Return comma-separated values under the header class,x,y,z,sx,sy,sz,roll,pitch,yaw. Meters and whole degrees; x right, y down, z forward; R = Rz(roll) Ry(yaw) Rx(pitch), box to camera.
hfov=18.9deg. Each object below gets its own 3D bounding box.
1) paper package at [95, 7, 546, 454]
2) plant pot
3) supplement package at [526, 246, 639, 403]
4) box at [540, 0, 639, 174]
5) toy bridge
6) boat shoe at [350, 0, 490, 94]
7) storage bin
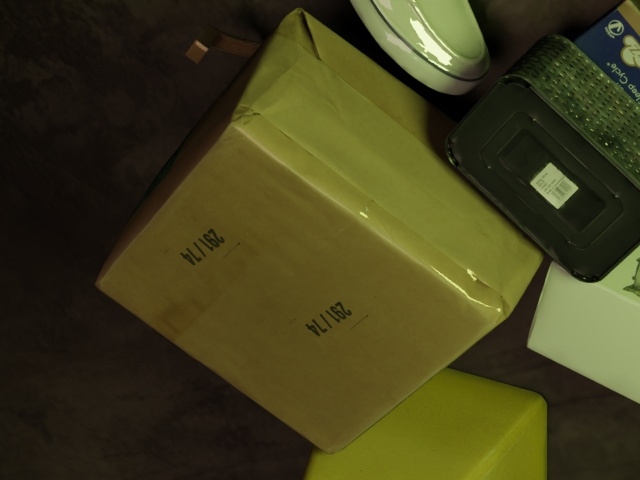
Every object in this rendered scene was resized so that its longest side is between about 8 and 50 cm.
class,x,y,z,sx,sy,sz,roll,pitch,yaw
paper package,0.000,0.000,1.761,0.309,0.168,0.325,37,141,-6
plant pot,0.092,0.262,1.913,0.212,0.187,0.212,14,127,27
supplement package,0.291,0.070,1.700,0.179,0.105,0.105,26,131,17
box,0.238,-0.106,1.667,0.136,0.036,0.225,50,135,-3
toy bridge,-0.033,-0.146,1.808,0.188,0.063,0.026,33,134,-5
boat shoe,0.072,-0.251,1.651,0.088,0.096,0.267,-31,91,48
storage bin,0.211,-0.069,1.626,0.180,0.084,0.122,44,135,3
